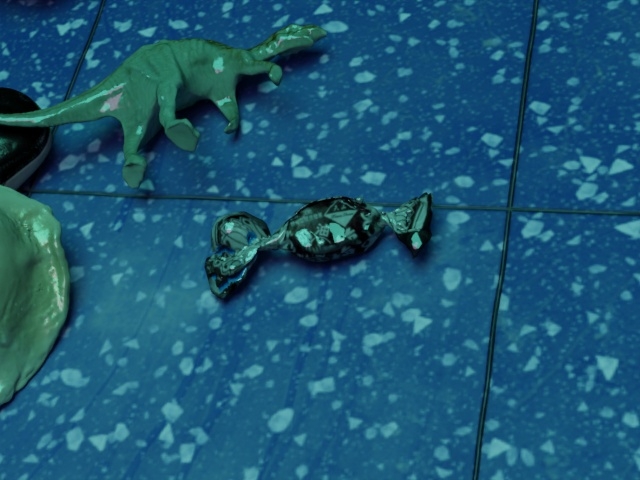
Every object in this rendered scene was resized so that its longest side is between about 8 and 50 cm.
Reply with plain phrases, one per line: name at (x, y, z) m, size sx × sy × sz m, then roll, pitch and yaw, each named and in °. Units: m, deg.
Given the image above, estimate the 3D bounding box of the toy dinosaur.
toy dinosaur at (-0.184, -0.139, 1.333) m, size 0.393 × 0.092 × 0.205 m, roll -8°, pitch 44°, yaw 4°

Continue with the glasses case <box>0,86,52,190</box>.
glasses case at (-0.413, -0.043, 1.335) m, size 0.314 × 0.075 × 0.122 m, roll -42°, pitch 56°, yaw -18°

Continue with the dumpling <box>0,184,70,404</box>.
dumpling at (-0.326, 0.046, 1.227) m, size 0.179 × 0.131 × 0.252 m, roll -3°, pitch 67°, yaw -17°

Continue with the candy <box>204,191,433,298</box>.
candy at (0.000, 0.000, 1.228) m, size 0.226 × 0.051 × 0.094 m, roll -14°, pitch 63°, yaw 5°
